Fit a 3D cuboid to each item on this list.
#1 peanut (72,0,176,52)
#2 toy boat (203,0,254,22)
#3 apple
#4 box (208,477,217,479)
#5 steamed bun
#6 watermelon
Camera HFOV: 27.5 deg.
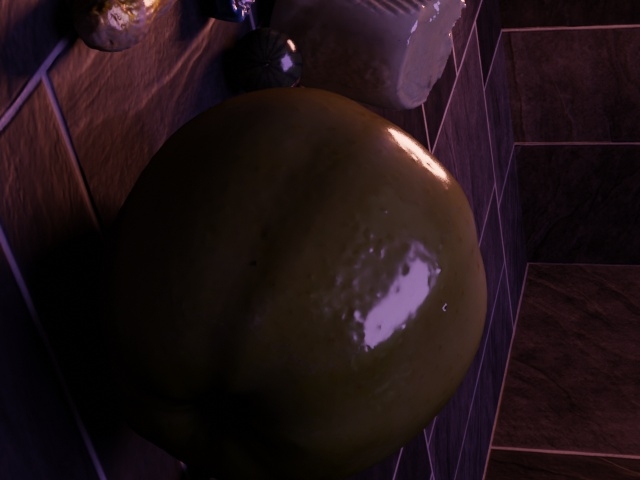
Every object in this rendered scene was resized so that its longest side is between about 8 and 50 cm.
[{"bbox_3d":[-0.222,-0.274,1.496,0.207,0.087,0.087,-63,148,-57],"label":"peanut"},{"bbox_3d":[-0.100,-0.393,1.846,0.100,0.097,0.223,61,34,-52],"label":"toy boat"},{"bbox_3d":[-0.042,0.064,1.514,0.473,0.473,0.474,1,90,-72],"label":"apple"},{"bbox_3d":[-0.081,0.408,1.824,0.289,0.141,0.349,78,31,-42],"label":"box"},{"bbox_3d":[0.072,-0.320,2.103,0.273,0.290,0.272,-49,146,-37],"label":"steamed bun"},{"bbox_3d":[-0.077,-0.257,1.898,0.133,0.105,0.105,-90,180,-87],"label":"watermelon"}]
